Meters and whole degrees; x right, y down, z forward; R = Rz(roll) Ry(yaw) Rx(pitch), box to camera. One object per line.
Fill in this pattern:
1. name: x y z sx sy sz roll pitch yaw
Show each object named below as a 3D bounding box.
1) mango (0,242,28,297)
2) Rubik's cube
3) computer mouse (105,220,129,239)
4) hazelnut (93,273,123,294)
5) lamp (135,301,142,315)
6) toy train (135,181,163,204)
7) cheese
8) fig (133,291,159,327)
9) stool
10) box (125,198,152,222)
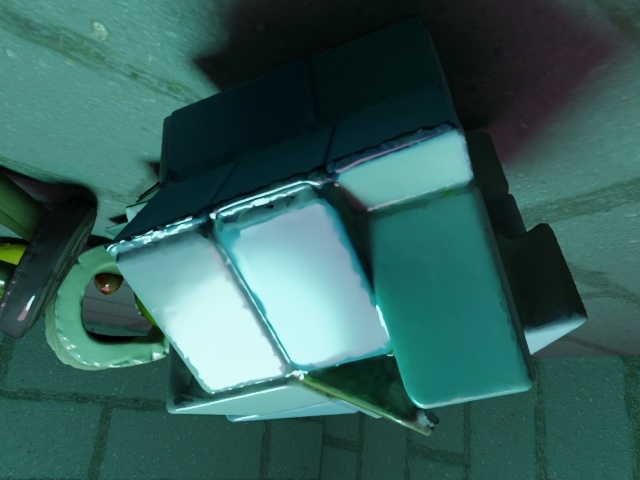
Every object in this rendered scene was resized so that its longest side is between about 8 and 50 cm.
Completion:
1. mango: -0.776 0.089 1.296 0.188 0.137 0.257 -8 169 -18
2. Rubik's cube: 0.016 0.012 0.491 0.388 0.358 0.368 -16 148 17
3. computer mouse: -0.331 -0.007 0.978 0.231 0.079 0.128 11 169 37
4. hazelnut: -0.623 0.118 1.429 0.086 0.086 0.086 5 161 2
5. lamp: -0.492 0.217 1.613 0.180 0.107 0.246 -17 149 40
6. toy train: -0.234 -0.073 0.791 0.055 0.048 0.252 18 158 -36
7. cheese: -0.473 0.166 1.183 0.333 0.292 0.153 10 162 -35
8. fig: -0.307 0.121 1.094 0.203 0.202 0.225 7 129 -4
9. stool: -0.539 0.019 0.858 0.179 0.271 0.272 29 154 -19
10. box: -0.202 -0.019 0.782 0.135 0.081 0.199 -15 170 1
